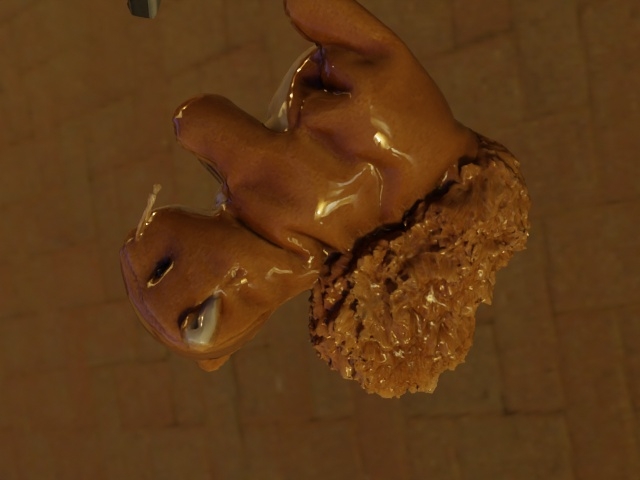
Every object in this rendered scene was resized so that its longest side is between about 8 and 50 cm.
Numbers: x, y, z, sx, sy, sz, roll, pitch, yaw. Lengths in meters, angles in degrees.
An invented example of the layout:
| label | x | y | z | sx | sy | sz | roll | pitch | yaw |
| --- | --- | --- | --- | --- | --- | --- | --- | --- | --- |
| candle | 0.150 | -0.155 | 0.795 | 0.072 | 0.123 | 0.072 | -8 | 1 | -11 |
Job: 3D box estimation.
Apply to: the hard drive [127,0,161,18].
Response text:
| label | x | y | z | sx | sy | sz | roll | pitch | yaw |
| --- | --- | --- | --- | --- | --- | --- | --- | --- | --- |
| hard drive | -0.115 | -0.230 | 1.135 | 0.135 | 0.022 | 0.094 | 92 | -170 | -58 |

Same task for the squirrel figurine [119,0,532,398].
| label | x | y | z | sx | sy | sz | roll | pitch | yaw |
| --- | --- | --- | --- | --- | --- | --- | --- | --- | --- |
| squirrel figurine | 0.000 | 0.000 | 1.721 | 0.397 | 0.370 | 0.281 | 38 | 168 | 2 |
